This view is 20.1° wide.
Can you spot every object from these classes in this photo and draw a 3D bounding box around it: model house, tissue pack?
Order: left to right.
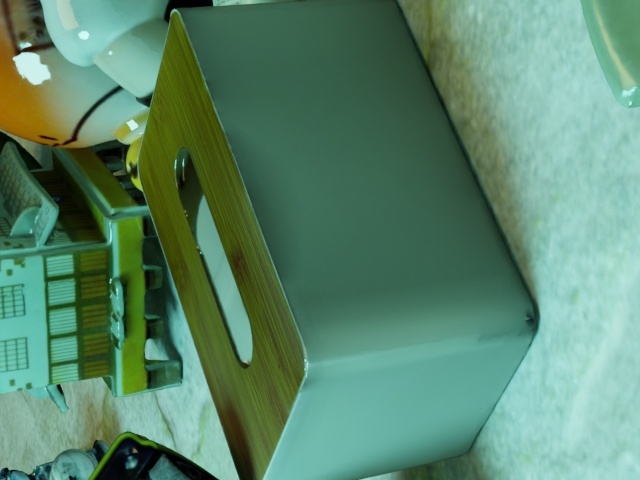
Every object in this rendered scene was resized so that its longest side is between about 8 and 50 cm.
[{"bbox_3d":[-0.249,0.028,1.576,0.224,0.215,0.198,-133,42,-56],"label":"model house"},{"bbox_3d":[0.001,-0.001,1.029,0.159,0.136,0.246,111,144,-51],"label":"tissue pack"}]

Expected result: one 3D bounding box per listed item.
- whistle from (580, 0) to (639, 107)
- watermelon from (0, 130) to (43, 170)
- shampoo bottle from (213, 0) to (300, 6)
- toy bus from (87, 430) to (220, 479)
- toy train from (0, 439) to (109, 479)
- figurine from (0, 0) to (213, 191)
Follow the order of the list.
[{"bbox_3d":[0.116,-0.176,0.712,0.102,0.106,0.253,-24,69,46],"label":"whistle"},{"bbox_3d":[-0.384,-0.005,1.881,0.242,0.242,0.242,172,90,-69],"label":"watermelon"},{"bbox_3d":[-0.045,-0.173,1.202,0.077,0.045,0.152,-12,89,61],"label":"shampoo bottle"},{"bbox_3d":[-0.005,0.253,1.013,0.331,0.145,0.151,35,179,18],"label":"toy bus"},{"bbox_3d":[-0.246,0.340,1.823,0.202,0.131,0.299,62,153,26],"label":"toy train"},{"bbox_3d":[-0.182,-0.179,1.349,0.323,0.196,0.320,-2,103,59],"label":"figurine"}]
